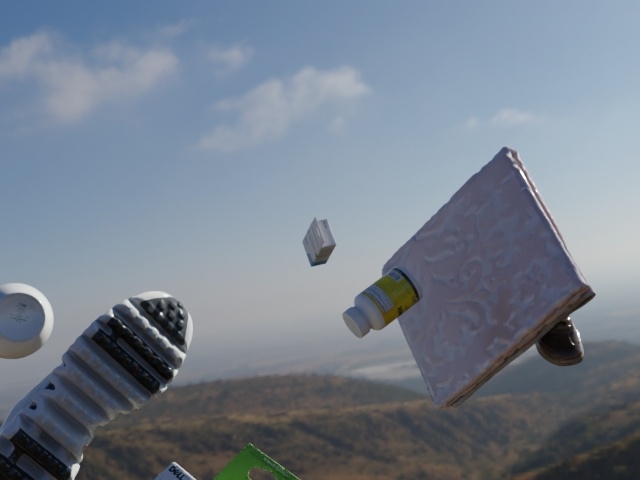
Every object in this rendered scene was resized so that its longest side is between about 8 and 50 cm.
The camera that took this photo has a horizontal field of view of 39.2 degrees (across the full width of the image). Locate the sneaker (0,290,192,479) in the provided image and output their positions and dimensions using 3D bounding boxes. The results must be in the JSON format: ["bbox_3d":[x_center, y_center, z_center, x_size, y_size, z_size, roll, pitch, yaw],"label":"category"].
[{"bbox_3d":[-0.256,0.163,0.951,0.292,0.110,0.118,-47,18,-29],"label":"sneaker"}]

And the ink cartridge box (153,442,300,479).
[{"bbox_3d":[-0.176,0.428,1.469,0.255,0.097,0.188,-41,36,-23],"label":"ink cartridge box"}]

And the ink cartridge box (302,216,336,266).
[{"bbox_3d":[0.000,0.000,1.413,0.028,0.048,0.083,-11,-24,-22],"label":"ink cartridge box"}]

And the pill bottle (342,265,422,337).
[{"bbox_3d":[0.092,0.096,1.365,0.116,0.065,0.065,-35,4,-17],"label":"pill bottle"}]

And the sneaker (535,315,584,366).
[{"bbox_3d":[0.354,0.117,1.389,0.066,0.071,0.188,-15,30,3],"label":"sneaker"}]

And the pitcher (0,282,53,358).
[{"bbox_3d":[-0.549,0.134,1.513,0.177,0.126,0.207,13,-15,-25],"label":"pitcher"}]

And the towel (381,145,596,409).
[{"bbox_3d":[0.255,0.061,1.461,0.053,0.317,0.332,19,-53,-38],"label":"towel"}]
